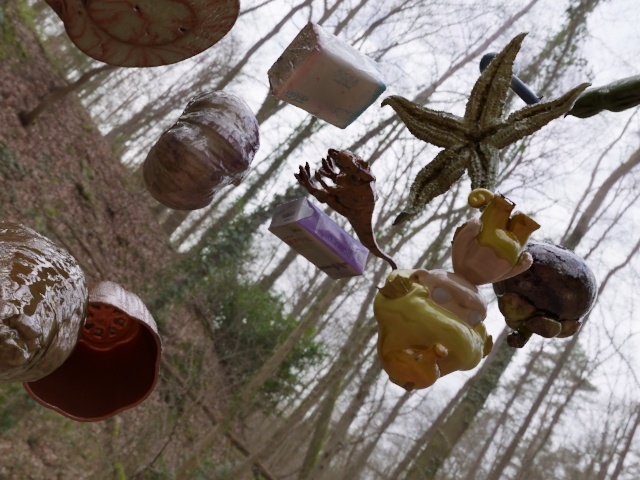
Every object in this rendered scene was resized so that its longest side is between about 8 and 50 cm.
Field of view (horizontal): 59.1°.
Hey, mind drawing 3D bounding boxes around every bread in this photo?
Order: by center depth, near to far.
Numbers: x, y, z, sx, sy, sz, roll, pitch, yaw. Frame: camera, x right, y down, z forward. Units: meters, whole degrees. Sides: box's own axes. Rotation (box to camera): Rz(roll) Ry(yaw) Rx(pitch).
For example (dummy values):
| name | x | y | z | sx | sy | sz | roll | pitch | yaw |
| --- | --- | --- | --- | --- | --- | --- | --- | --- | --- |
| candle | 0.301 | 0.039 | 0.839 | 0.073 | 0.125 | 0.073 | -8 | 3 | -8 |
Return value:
| name | x | y | z | sx | sy | sz | roll | pitch | yaw |
| --- | --- | --- | --- | --- | --- | --- | --- | --- | --- |
| bread | -0.302 | -0.442 | 1.029 | 0.328 | 0.114 | 0.295 | -22 | -13 | 34 |

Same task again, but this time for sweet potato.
| name | x | y | z | sx | sy | sz | roll | pitch | yaw |
| --- | --- | --- | --- | --- | --- | --- | --- | --- | --- |
| sweet potato | -0.244 | 0.055 | 0.446 | 0.131 | 0.131 | 0.337 | 50 | -19 | -29 |

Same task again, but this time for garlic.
| name | x | y | z | sx | sy | sz | roll | pitch | yaw |
| --- | --- | --- | --- | --- | --- | --- | --- | --- | --- |
| garlic | -0.129 | -0.098 | 0.637 | 0.147 | 0.159 | 0.102 | -39 | -69 | 23 |

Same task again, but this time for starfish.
| name | x | y | z | sx | sy | sz | roll | pitch | yaw |
| --- | --- | --- | --- | --- | --- | --- | --- | --- | --- |
| starfish | 0.272 | -0.170 | 0.958 | 0.358 | 0.346 | 0.078 | -9 | -26 | 27 |

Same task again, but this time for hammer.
| name | x | y | z | sx | sy | sz | roll | pitch | yaw |
| --- | --- | --- | --- | --- | --- | --- | --- | --- | --- |
| hammer | 0.469 | -0.375 | 1.353 | 0.193 | 0.116 | 0.069 | 54 | -54 | 22 |

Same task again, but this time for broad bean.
| name | x | y | z | sx | sy | sz | roll | pitch | yaw |
| --- | --- | --- | --- | --- | --- | --- | --- | --- | --- |
| broad bean | 0.577 | -0.282 | 1.011 | 0.056 | 0.098 | 0.318 | 39 | -33 | -20 |

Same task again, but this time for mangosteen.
| name | x | y | z | sx | sy | sz | roll | pitch | yaw |
| --- | --- | --- | --- | --- | --- | --- | --- | --- | --- |
| mangosteen | 0.415 | 0.108 | 1.082 | 0.192 | 0.217 | 0.192 | 24 | -4 | 2 |

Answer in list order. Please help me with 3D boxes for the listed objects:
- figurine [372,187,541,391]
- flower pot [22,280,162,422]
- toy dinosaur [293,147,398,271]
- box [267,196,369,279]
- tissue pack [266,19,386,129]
| name | x | y | z | sx | sy | sz | roll | pitch | yaw |
| --- | --- | --- | --- | --- | --- | --- | --- | --- | --- |
| figurine | 0.145 | 0.062 | 0.640 | 0.156 | 0.246 | 0.131 | 36 | 10 | -10 |
| flower pot | -0.341 | 0.148 | 0.864 | 0.190 | 0.191 | 0.173 | 48 | -1 | -24 |
| toy dinosaur | 0.057 | -0.083 | 1.112 | 0.208 | 0.097 | 0.432 | 38 | -10 | 29 |
| box | 0.000 | 0.000 | 0.636 | 0.051 | 0.036 | 0.117 | -12 | -41 | 42 |
| tissue pack | 0.021 | -0.425 | 1.495 | 0.271 | 0.124 | 0.201 | 16 | -47 | -41 |
